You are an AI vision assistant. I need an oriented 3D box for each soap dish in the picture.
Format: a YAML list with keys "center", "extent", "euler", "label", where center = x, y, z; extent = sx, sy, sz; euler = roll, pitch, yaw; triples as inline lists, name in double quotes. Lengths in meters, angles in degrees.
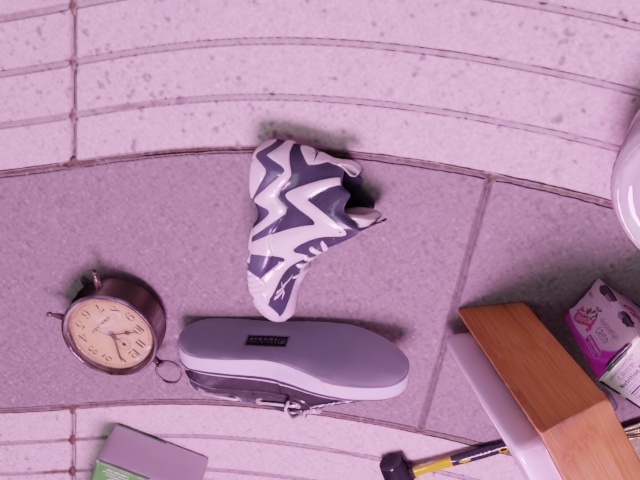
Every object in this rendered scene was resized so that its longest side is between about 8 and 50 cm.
- center: [0.267, 0.213, 1.005]
  extent: [0.118, 0.291, 0.229]
  euler: [-30, 111, 4]
  label: "soap dish"

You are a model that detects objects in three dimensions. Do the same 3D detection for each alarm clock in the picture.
- center: [-0.258, 0.126, 1.158]
  extent: [0.129, 0.064, 0.192]
  euler: [-38, 105, 26]
  label: "alarm clock"

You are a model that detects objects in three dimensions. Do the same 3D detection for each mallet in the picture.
- center: [0.172, 0.301, 1.206]
  extent: [0.190, 0.039, 0.062]
  euler: [-27, 110, 17]
  label: "mallet"

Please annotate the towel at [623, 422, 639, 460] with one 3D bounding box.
- center: [0.451, 0.296, 1.156]
  extent: [0.110, 0.027, 0.148]
  euler: [-18, 114, 18]
  label: "towel"

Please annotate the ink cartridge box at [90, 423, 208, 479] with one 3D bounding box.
- center: [-0.274, 0.397, 1.302]
  extent: [0.153, 0.087, 0.208]
  euler: [22, 120, -4]
  label: "ink cartridge box"

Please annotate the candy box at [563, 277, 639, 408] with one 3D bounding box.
- center: [0.407, 0.159, 1.004]
  extent: [0.233, 0.159, 0.071]
  euler: [34, 108, -9]
  label: "candy box"

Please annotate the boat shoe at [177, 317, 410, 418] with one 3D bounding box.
- center: [-0.035, 0.176, 1.123]
  extent: [0.307, 0.113, 0.104]
  euler: [2, 126, 12]
  label: "boat shoe"

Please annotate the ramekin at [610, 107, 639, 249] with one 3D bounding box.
- center: [0.393, -0.058, 0.870]
  extent: [0.207, 0.109, 0.207]
  euler: [23, 131, 28]
  label: "ramekin"

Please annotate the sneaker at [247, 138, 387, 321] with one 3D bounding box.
- center: [0.000, 0.000, 1.024]
  extent: [0.153, 0.094, 0.234]
  euler: [8, 111, 15]
  label: "sneaker"
